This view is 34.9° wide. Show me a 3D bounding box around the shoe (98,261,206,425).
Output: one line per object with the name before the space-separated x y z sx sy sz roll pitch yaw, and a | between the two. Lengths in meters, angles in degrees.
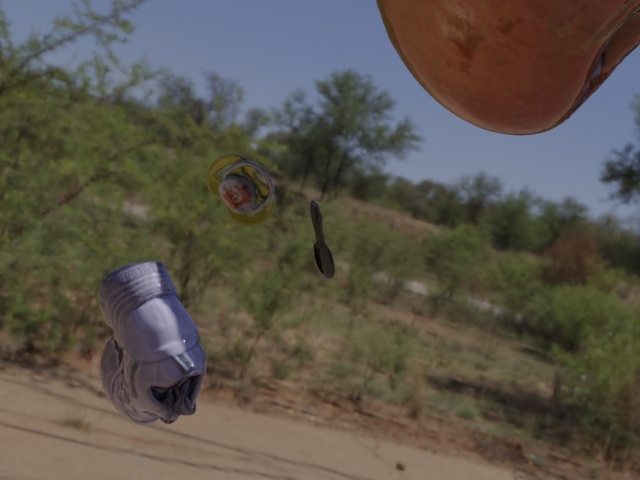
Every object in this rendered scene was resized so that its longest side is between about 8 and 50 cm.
shoe | -0.166 0.139 1.049 0.095 0.245 0.137 -17 55 -21

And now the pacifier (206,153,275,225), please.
pacifier | -0.078 -0.059 1.079 0.083 0.068 0.064 52 21 -11

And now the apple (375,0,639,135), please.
apple | 0.228 -0.322 1.174 0.364 0.363 0.364 16 0 0

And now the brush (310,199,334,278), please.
brush | 0.000 0.000 0.847 0.024 0.008 0.083 28 -36 38
